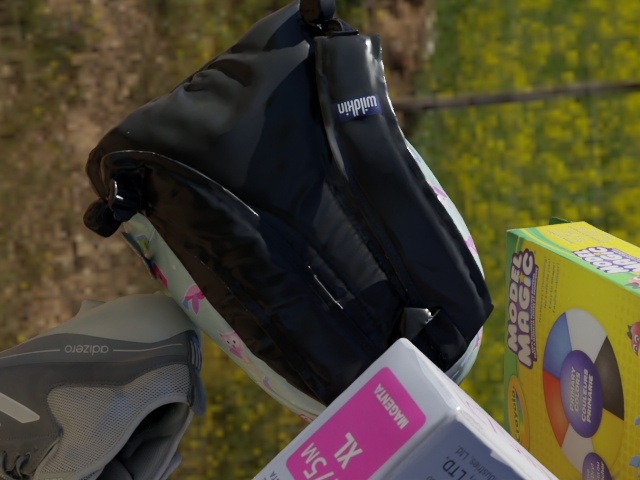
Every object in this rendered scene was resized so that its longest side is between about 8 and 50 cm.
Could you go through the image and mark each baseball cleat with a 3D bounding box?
[{"bbox_3d":[-0.147,0.097,0.799,0.072,0.206,0.109,42,27,-42],"label":"baseball cleat"}]

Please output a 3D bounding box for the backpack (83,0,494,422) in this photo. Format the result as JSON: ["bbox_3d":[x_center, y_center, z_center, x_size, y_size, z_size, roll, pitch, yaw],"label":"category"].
[{"bbox_3d":[0.000,0.000,0.766,0.182,0.152,0.115,52,0,10],"label":"backpack"}]

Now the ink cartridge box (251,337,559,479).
[{"bbox_3d":[-0.018,0.202,0.690,0.186,0.311,0.065,43,3,-39],"label":"ink cartridge box"}]

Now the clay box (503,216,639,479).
[{"bbox_3d":[0.145,0.070,0.827,0.222,0.053,0.127,-149,-124,-66],"label":"clay box"}]
